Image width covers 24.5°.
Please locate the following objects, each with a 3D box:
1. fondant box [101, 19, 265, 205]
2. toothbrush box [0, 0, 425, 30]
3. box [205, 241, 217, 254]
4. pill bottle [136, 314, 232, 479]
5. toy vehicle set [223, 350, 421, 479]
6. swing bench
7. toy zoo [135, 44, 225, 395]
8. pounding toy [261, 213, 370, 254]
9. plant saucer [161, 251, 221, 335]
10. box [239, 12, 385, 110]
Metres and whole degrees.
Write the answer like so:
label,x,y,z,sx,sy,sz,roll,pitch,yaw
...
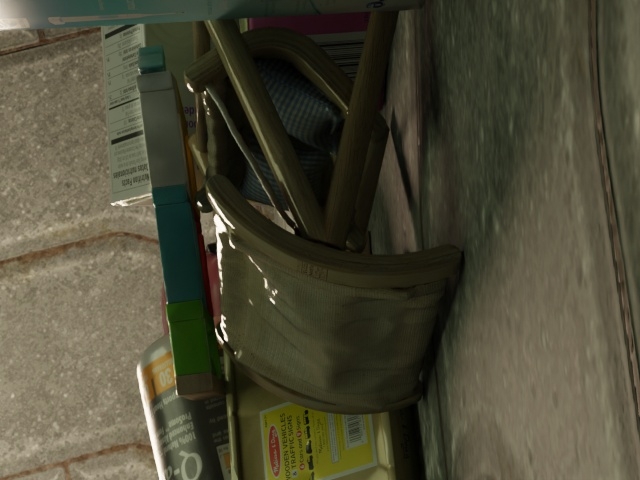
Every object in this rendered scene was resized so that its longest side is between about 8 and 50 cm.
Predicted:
label,x,y,z,sx,sy,sz,roll,pitch,yaw
fondant box,-0.087,-0.200,1.424,0.096,0.238,0.330,-8,84,54
toothbrush box,-0.079,-0.255,0.915,0.126,0.295,0.216,117,150,-80
box,-0.093,0.197,2.086,0.322,0.079,0.257,62,150,33
pill bottle,-0.063,0.218,1.336,0.162,0.162,0.278,96,160,-66
toy vehicle set,0.000,0.165,1.200,0.035,0.166,0.267,24,-127,-48
swing bench,-0.009,-0.029,1.046,0.253,0.165,0.255,96,169,-63
toy zoo,-0.116,-0.018,1.207,0.192,0.030,0.293,98,164,-82
pounding toy,-0.005,0.036,1.470,0.130,0.100,0.141,145,121,-85
plant saucer,-0.051,0.154,1.603,0.332,0.084,0.332,57,-165,-25
box,-0.013,-0.262,1.229,0.213,0.117,0.243,91,173,-51
